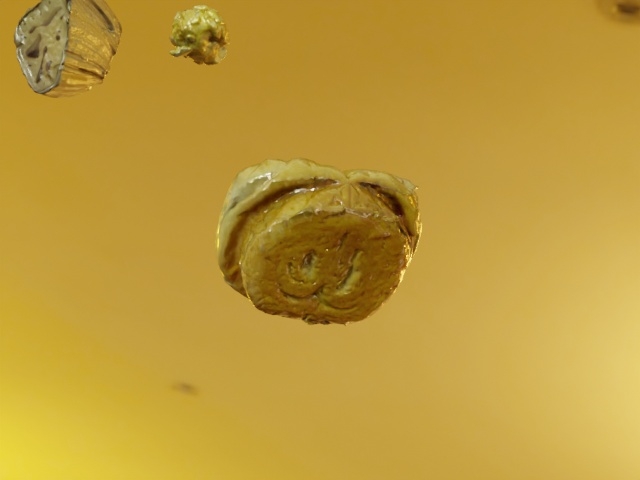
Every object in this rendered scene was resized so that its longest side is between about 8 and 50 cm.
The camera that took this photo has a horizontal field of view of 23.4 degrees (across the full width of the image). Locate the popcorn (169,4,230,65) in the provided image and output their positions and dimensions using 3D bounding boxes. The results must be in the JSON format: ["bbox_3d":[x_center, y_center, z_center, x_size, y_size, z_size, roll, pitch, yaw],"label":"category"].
[{"bbox_3d":[-0.160,-0.271,1.993,0.084,0.084,0.084,12,-25,6],"label":"popcorn"}]

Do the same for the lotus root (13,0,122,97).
[{"bbox_3d":[-0.345,-0.264,2.081,0.095,0.159,0.135,16,-7,31],"label":"lotus root"}]

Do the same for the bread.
[{"bbox_3d":[-0.001,0.002,1.759,0.236,0.120,0.198,6,-52,-14],"label":"bread"}]
